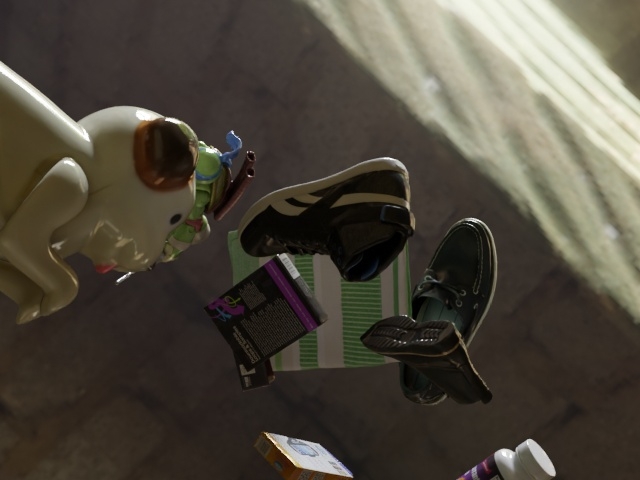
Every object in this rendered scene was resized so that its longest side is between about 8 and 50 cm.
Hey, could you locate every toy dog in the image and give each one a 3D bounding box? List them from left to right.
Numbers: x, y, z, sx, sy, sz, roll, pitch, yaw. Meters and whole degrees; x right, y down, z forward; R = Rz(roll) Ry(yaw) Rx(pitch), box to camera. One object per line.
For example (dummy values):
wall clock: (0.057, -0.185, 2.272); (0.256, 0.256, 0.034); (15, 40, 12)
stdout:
toy dog: (-0.358, -0.084, 1.536); (0.284, 0.408, 0.395); (137, 139, -57)

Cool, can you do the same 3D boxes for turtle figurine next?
turtle figurine: (-0.241, -0.073, 1.814); (0.274, 0.198, 0.266); (-40, -5, -10)

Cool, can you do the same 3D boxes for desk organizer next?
desk organizer: (-0.114, 0.172, 1.987); (0.047, 0.130, 0.050); (-14, 1, 10)

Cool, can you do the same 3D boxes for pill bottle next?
pill bottle: (0.321, 0.443, 2.209); (0.193, 0.108, 0.108); (-39, -5, 17)

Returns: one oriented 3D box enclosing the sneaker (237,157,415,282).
sneaker: (0.000, 0.000, 1.329); (0.217, 0.121, 0.079); (-24, -38, 27)

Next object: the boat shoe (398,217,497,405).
boat shoe: (0.209, 0.121, 2.136); (0.113, 0.127, 0.340); (16, -83, -64)

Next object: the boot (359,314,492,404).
boot: (0.155, 0.188, 1.841); (0.077, 0.137, 0.198); (-44, 25, -23)

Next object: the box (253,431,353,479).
box: (-0.017, 0.295, 1.629); (0.136, 0.081, 0.028); (26, -81, -48)

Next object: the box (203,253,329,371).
box: (-0.079, 0.103, 1.751); (0.162, 0.116, 0.029); (-34, -1, 32)

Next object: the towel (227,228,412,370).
towel: (-0.003, 0.090, 2.031); (0.325, 0.248, 0.038); (-5, -2, 26)
